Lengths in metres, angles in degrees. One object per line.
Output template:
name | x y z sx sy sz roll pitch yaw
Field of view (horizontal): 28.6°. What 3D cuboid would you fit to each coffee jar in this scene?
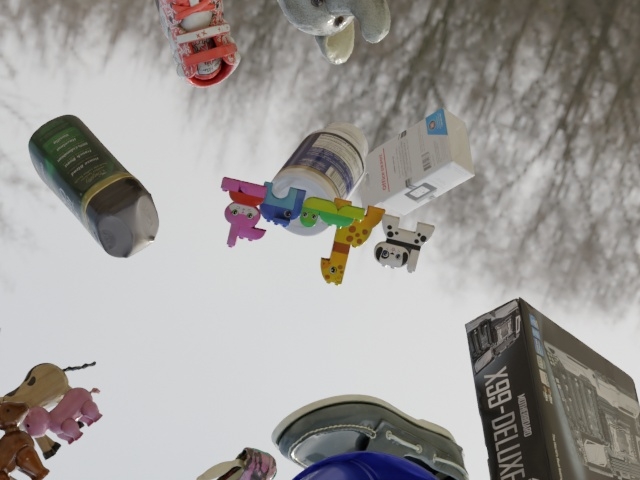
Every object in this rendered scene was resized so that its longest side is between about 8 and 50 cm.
coffee jar | -0.263 -0.062 1.462 0.079 0.096 0.184 -34 -129 -18

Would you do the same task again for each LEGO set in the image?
LEGO set | 0.000 0.000 1.352 0.227 0.093 0.087 13 -173 0

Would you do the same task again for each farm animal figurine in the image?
farm animal figurine | -0.467 0.279 1.693 0.172 0.327 0.330 48 -176 -4

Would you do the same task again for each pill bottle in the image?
pill bottle | 0.003 -0.085 1.605 0.094 0.094 0.169 21 -144 10

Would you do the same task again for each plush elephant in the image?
plush elephant | 0.043 -0.344 1.488 0.272 0.255 0.330 20 -175 -45

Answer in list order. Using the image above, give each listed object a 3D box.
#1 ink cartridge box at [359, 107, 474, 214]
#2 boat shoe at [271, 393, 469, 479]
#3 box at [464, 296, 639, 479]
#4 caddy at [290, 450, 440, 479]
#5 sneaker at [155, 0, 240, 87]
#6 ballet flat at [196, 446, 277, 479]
ink cartridge box | 0.145 -0.113 1.948 0.060 0.180 0.104 26 -133 -40
boat shoe | 0.077 0.277 1.589 0.319 0.116 0.099 20 -150 -42
box | 0.264 0.244 1.292 0.242 0.076 0.307 33 -141 -38
caddy | 0.028 0.383 1.253 0.241 0.341 0.179 16 -172 20
sneaker | -0.143 -0.281 1.450 0.090 0.270 0.145 -18 -109 -11
ballet flat | -0.160 0.373 1.816 0.079 0.221 0.077 40 -167 -27
